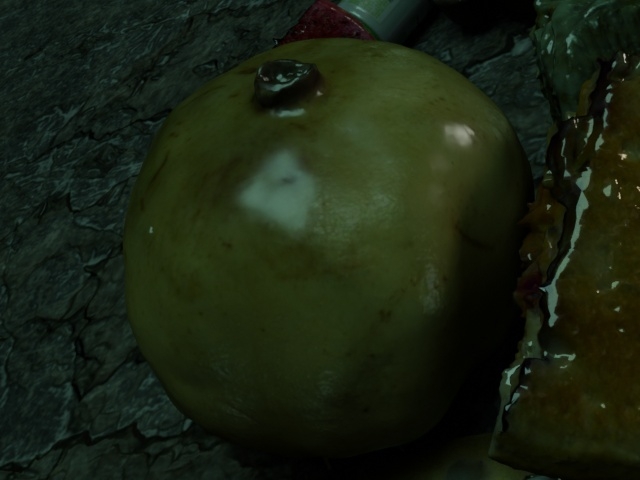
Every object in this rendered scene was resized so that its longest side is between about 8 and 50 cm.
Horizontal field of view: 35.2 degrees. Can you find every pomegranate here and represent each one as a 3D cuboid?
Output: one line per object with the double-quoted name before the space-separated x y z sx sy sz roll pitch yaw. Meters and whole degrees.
"pomegranate" 0.000 0.000 0.778 0.332 0.332 0.333 -21 42 20

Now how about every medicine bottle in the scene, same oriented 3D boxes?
"medicine bottle" 0.077 -0.271 1.158 0.086 0.086 0.183 23 68 47

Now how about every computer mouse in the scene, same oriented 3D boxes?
"computer mouse" 0.102 0.194 0.720 0.199 0.045 0.102 -19 45 23

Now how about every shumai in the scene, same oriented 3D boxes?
"shumai" 0.235 -0.129 0.871 0.184 0.184 0.142 -50 17 -14

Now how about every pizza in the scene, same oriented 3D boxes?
"pizza" 0.254 0.004 0.670 0.409 0.114 0.278 -37 72 -19

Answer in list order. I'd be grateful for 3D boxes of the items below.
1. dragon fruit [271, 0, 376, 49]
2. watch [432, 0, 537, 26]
"dragon fruit" -0.020 -0.114 1.022 0.189 0.163 0.262 7 44 37
"watch" 0.229 -0.408 0.985 0.314 0.327 0.335 -48 41 -13
